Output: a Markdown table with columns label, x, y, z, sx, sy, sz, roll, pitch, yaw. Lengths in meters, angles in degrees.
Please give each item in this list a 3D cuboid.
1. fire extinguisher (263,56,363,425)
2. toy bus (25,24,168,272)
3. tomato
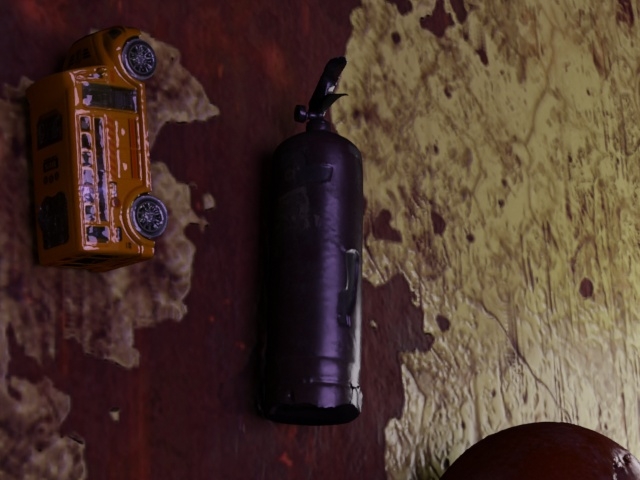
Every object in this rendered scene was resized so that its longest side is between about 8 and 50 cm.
| label | x | y | z | sx | sy | sz | roll | pitch | yaw |
| --- | --- | --- | --- | --- | --- | --- | --- | --- | --- |
| fire extinguisher | 0.000 | 0.000 | 1.059 | 0.072 | 0.089 | 0.267 | 7 | 72 | -17 |
| toy bus | -0.153 | -0.063 | 0.941 | 0.074 | 0.070 | 0.162 | 3 | 77 | -42 |
| tomato | 0.181 | 0.246 | 1.098 | 0.208 | 0.184 | 0.208 | 16 | 66 | -41 |
